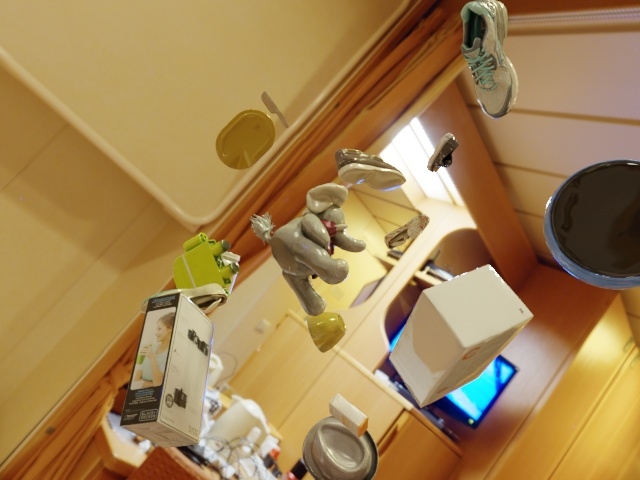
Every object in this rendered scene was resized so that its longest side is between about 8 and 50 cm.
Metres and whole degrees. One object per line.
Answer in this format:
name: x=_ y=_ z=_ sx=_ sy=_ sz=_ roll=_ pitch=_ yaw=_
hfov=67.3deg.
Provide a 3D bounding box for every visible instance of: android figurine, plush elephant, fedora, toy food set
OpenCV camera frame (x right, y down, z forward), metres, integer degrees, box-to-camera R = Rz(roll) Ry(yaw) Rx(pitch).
android figurine: x=-0.401 y=0.107 z=1.643 sx=0.056 sy=0.273 sz=0.248 roll=-9 pitch=72 yaw=-61
plush elephant: x=0.000 y=0.000 z=1.335 sx=0.330 sy=0.255 sz=0.272 roll=45 pitch=-34 yaw=21
fedora: x=0.063 y=0.703 z=1.626 sx=0.275 sy=0.244 sz=0.124 roll=39 pitch=-26 yaw=32
toy food set: x=-0.193 y=-0.294 z=1.341 sx=0.128 sy=0.218 sz=0.071 roll=47 pitch=0 yaw=-13

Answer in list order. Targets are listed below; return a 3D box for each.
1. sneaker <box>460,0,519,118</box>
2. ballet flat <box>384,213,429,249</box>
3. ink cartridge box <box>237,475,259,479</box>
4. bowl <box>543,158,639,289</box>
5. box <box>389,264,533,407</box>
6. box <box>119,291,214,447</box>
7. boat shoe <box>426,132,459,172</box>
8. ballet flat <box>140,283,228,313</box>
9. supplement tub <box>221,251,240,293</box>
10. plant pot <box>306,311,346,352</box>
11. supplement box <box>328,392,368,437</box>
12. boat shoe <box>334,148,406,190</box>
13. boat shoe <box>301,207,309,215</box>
sneaker: x=0.386 y=-0.431 z=1.154 sx=0.110 sy=0.122 sz=0.283 roll=-7 pitch=-84 yaw=50
ballet flat: x=0.374 y=-0.026 z=2.071 sx=0.091 sy=0.077 sz=0.241 roll=31 pitch=-45 yaw=-27
ink cartridge box: x=-0.284 y=0.743 z=1.072 sx=0.160 sy=0.385 sz=0.279 roll=-20 pitch=-102 yaw=60
bowl: x=0.863 y=-0.056 z=1.401 sx=0.391 sy=0.391 sz=0.077 roll=34 pitch=1 yaw=31
box: x=0.343 y=0.253 z=1.240 sx=0.168 sy=0.215 sz=0.345 roll=57 pitch=-27 yaw=32
box: x=-0.322 y=0.280 z=1.054 sx=0.169 sy=0.087 sz=0.290 roll=62 pitch=21 yaw=-50
boat shoe: x=0.480 y=-0.321 z=1.863 sx=0.076 sy=0.080 sz=0.228 roll=51 pitch=-23 yaw=17
ballet flat: x=-0.348 y=0.168 z=1.275 sx=0.086 sy=0.086 sz=0.248 roll=35 pitch=28 yaw=29
supplement tub: x=-0.404 y=0.137 z=1.882 sx=0.144 sy=0.199 sz=0.144 roll=18 pitch=-5 yaw=2
plant pot: x=0.029 y=0.289 z=1.581 sx=0.134 sy=0.095 sz=0.134 roll=59 pitch=13 yaw=-24
supplement box: x=0.068 y=0.425 z=1.171 sx=0.098 sy=0.036 sz=0.062 roll=32 pitch=-34 yaw=28
boat shoe: x=0.177 y=-0.245 z=1.667 sx=0.324 sy=0.116 sz=0.096 roll=4 pitch=59 yaw=-42
boat shoe: x=-0.035 y=-0.148 z=2.272 sx=0.038 sy=0.125 sz=0.046 roll=44 pitch=26 yaw=-24
